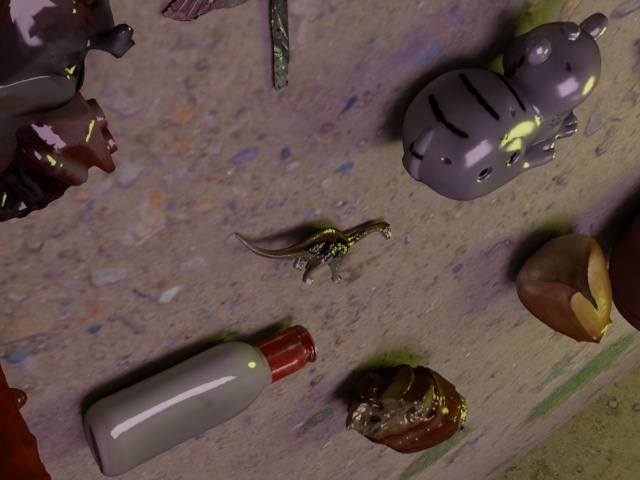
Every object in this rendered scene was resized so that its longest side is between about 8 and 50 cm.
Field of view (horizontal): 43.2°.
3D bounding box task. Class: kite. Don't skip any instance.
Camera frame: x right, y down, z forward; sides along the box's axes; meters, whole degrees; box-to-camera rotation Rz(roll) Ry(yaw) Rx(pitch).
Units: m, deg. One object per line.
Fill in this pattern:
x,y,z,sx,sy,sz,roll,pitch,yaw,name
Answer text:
-0.026,-0.139,0.456,0.137,0.005,0.152,-20,148,-26,kite

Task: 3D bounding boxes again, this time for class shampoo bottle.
-0.104,0.139,0.743,0.221,0.051,0.108,-23,147,-26,shampoo bottle

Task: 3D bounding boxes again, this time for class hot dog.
0.108,0.217,1.076,0.146,0.103,0.213,-21,147,15,hot dog

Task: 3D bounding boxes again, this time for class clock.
0.141,-0.107,0.623,0.176,0.080,0.117,-27,152,-22,clock

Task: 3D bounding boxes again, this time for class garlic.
0.312,0.053,1.048,0.115,0.128,0.207,0,161,25,garlic

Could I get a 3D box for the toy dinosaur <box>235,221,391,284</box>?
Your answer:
-0.004,0.014,0.690,0.180,0.037,0.058,-11,120,-53,toy dinosaur

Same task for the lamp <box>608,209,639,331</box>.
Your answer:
0.572,0.028,1.168,0.305,0.239,0.305,-28,150,-17,lamp

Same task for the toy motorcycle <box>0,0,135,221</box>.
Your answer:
-0.129,-0.078,0.348,0.118,0.084,0.212,-31,160,-15,toy motorcycle

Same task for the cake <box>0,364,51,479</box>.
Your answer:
-0.266,0.214,0.427,0.270,0.269,0.319,-18,146,-33,cake
